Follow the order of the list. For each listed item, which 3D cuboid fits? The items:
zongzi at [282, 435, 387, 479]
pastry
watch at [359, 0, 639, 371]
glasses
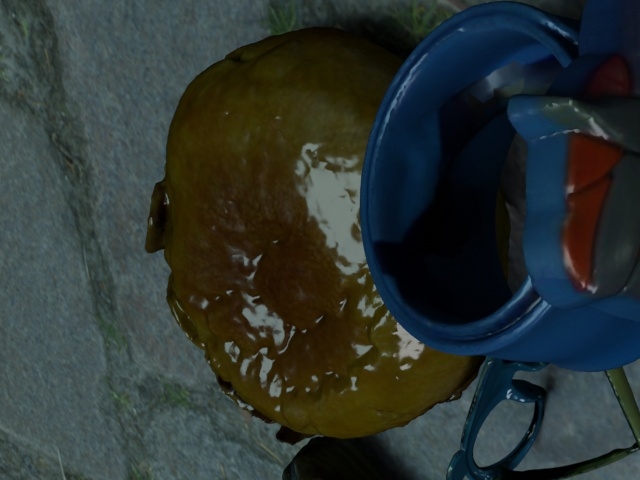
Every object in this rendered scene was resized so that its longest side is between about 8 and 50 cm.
[{"bbox_3d":[0.081,0.279,1.431,0.242,0.112,0.221,-15,99,43],"label":"zongzi"},{"bbox_3d":[0.000,0.000,1.299,0.356,0.164,0.356,17,116,40],"label":"pastry"},{"bbox_3d":[0.153,-0.072,1.045,0.274,0.241,0.305,-15,69,51],"label":"watch"},{"bbox_3d":[0.219,0.136,1.230,0.207,0.102,0.239,20,130,6],"label":"glasses"}]
